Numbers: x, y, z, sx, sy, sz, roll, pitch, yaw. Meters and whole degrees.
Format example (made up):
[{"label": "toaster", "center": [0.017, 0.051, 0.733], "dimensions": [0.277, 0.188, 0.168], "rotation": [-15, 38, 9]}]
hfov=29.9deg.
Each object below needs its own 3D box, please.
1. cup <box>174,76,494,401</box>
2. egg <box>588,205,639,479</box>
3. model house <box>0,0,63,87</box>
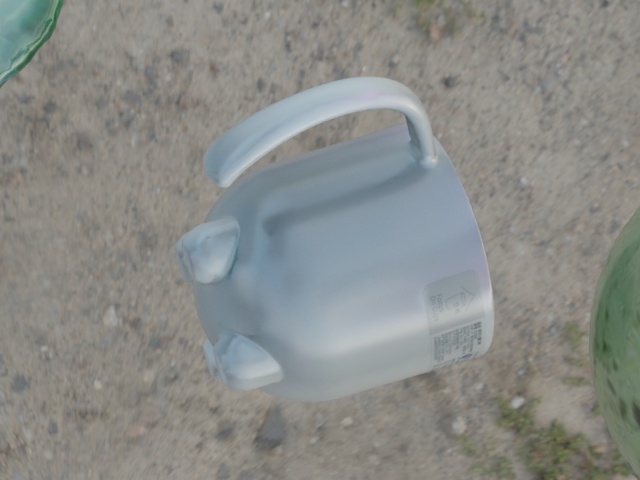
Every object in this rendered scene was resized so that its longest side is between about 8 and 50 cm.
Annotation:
[{"label": "cup", "center": [0.003, 0.012, 0.626], "dimensions": [0.142, 0.173, 0.134], "rotation": [-16, 75, -11]}, {"label": "egg", "center": [0.203, 0.034, 0.464], "dimensions": [0.177, 0.228, 0.177], "rotation": [5, 67, -12]}, {"label": "model house", "center": [-0.325, -0.129, 0.594], "dimensions": [0.280, 0.249, 0.230], "rotation": [50, 47, -21]}]
